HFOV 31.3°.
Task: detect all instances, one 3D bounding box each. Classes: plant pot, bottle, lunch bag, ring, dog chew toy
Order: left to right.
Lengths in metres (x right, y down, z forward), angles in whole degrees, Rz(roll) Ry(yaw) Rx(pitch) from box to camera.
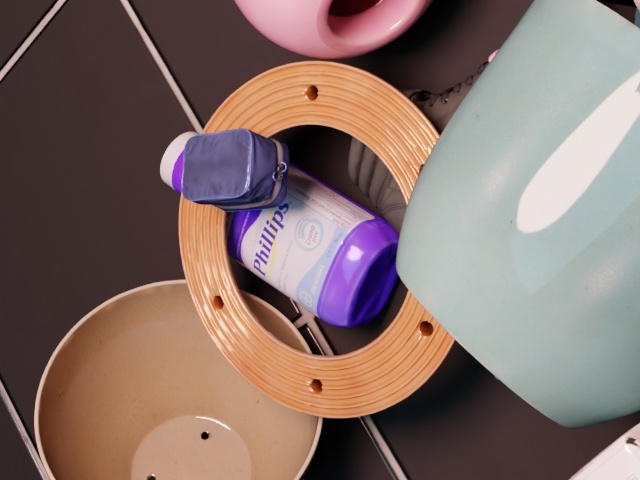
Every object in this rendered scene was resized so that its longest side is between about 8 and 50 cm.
[{"bbox_3d":[-0.142,0.211,1.204,0.284,0.284,0.191,43,155,23],"label":"plant pot"},{"bbox_3d":[-0.073,-0.064,1.061,0.098,0.065,0.067,-1,80,37],"label":"lunch bag"},{"bbox_3d":[-0.047,-0.023,1.183,0.283,0.092,0.118,34,115,27],"label":"bottle"},{"bbox_3d":[-0.020,-0.326,1.062,0.206,0.206,0.332,-48,54,30],"label":"dog chew toy"},{"bbox_3d":[0.000,0.000,1.076,0.336,0.032,0.337,6,101,34],"label":"ring"},{"bbox_3d":[0.199,-0.004,0.852,0.293,0.293,0.235,44,99,22],"label":"plant pot"}]

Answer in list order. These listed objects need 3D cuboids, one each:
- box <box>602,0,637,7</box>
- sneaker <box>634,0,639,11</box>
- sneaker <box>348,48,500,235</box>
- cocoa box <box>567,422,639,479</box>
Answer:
[{"bbox_3d":[0.207,-0.277,0.929,0.156,0.158,0.093,48,120,19],"label":"box"},{"bbox_3d":[0.387,-0.139,0.846,0.321,0.124,0.180,45,114,1],"label":"sneaker"},{"bbox_3d":[0.120,-0.125,1.042,0.147,0.104,0.296,39,121,19],"label":"sneaker"},{"bbox_3d":[0.281,0.251,0.834,0.231,0.347,0.228,52,122,18],"label":"cocoa box"}]
